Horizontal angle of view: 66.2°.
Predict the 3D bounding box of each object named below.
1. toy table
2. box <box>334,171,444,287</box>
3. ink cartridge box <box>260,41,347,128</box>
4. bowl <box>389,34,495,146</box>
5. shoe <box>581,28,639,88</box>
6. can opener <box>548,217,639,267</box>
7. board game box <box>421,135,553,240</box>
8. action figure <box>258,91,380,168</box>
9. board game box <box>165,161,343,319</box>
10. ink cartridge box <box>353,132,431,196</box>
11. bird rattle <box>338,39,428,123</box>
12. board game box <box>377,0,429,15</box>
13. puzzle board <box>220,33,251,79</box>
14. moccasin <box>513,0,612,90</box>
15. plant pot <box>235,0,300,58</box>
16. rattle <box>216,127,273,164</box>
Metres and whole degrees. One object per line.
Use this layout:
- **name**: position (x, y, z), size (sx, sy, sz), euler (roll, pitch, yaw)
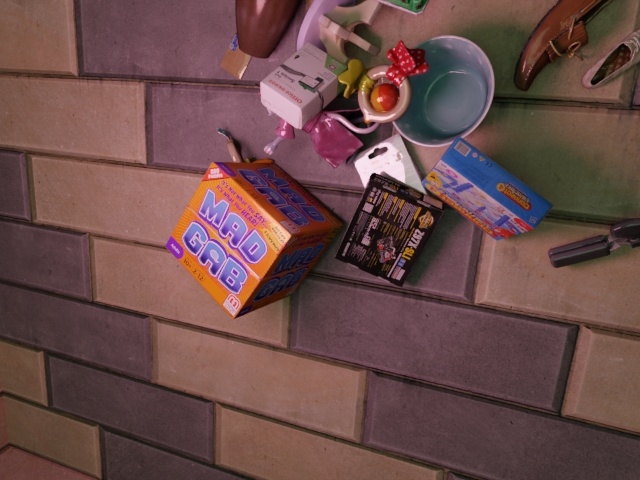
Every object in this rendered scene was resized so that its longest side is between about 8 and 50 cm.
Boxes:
- **toy table**: position (0.063, -0.642, 1.512), size (0.161, 0.252, 0.274), euler (43, 126, 25)
- **box**: position (0.221, -0.029, 1.625), size (0.257, 0.079, 0.321), euler (23, 120, 1)
- **ink cartridge box**: position (-0.049, -0.459, 1.452), size (0.160, 0.219, 0.092), euler (36, 157, 14)
- **bowl**: position (0.372, -0.425, 1.452), size (0.312, 0.163, 0.311), euler (3, 96, 31)
- **shoe**: position (0.823, -0.496, 1.337), size (0.219, 0.058, 0.076), euler (-41, 86, 24)
- **can opener**: position (0.821, 0.004, 1.452), size (0.281, 0.074, 0.093), euler (-23, 110, 26)
- **board game box**: position (0.461, -0.137, 1.421), size (0.308, 0.302, 0.086), euler (38, 86, 6)
- **action figure**: position (-0.027, -0.382, 1.556), size (0.370, 0.276, 0.247), euler (26, 73, -16)
- **board game box**: position (-0.219, -0.017, 1.664), size (0.356, 0.357, 0.356), euler (43, 114, 17)
- **ink cartridge box**: position (0.236, -0.211, 1.641), size (0.189, 0.066, 0.232), euler (-24, 85, 24)
- **bird rattle**: position (0.192, -0.449, 1.426), size (0.254, 0.143, 0.206), euler (-8, 101, 20)
- **board game box**: position (0.198, -0.888, 1.405), size (0.390, 0.050, 0.389), euler (27, 88, 13)
- **puzzle board**: position (-0.295, -0.656, 1.753), size (0.096, 0.011, 0.128), euler (36, 112, 11)
- **moccasin**: position (0.682, -0.573, 1.341), size (0.147, 0.139, 0.380), euler (43, 105, 16)
- **plant pot**: position (-0.192, -0.730, 1.607), size (0.216, 0.215, 0.230), euler (31, 125, 12)
- **rattle**: position (-0.282, -0.348, 1.795), size (0.143, 0.130, 0.199), euler (-28, 65, 14)
